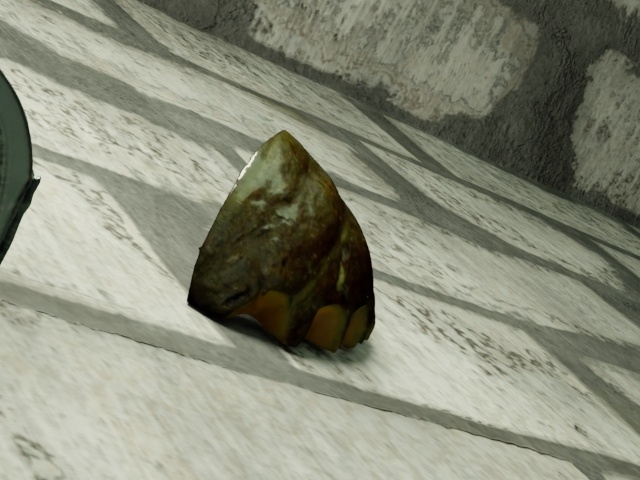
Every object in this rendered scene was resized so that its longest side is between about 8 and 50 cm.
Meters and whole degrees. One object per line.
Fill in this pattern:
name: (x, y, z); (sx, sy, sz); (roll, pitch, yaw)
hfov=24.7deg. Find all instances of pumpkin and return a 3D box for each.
pumpkin: (0.000, 0.000, 1.217); (0.130, 0.149, 0.254); (24, 10, 12)

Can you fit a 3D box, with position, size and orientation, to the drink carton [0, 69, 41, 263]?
drink carton: (-0.262, -0.043, 0.772); (0.191, 0.185, 0.189); (24, 3, -20)
